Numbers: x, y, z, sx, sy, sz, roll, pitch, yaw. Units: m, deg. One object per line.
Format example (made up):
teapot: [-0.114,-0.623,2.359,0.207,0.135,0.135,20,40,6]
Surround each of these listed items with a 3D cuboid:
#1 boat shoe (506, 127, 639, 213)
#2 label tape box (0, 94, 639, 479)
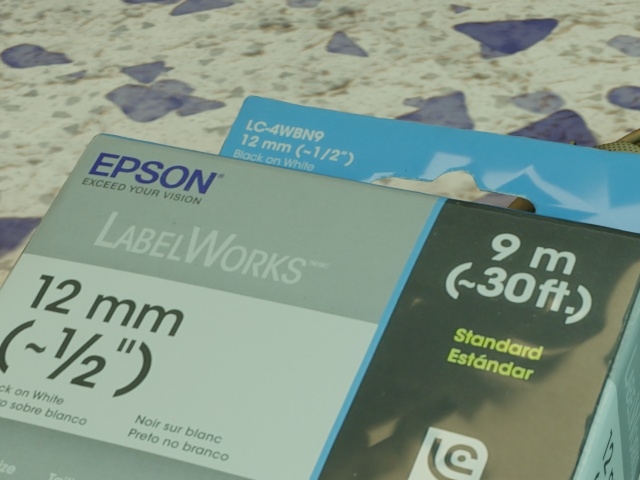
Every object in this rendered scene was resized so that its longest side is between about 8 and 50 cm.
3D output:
boat shoe: [0.131,0.005,0.824,0.324,0.116,0.123,-26,39,-32]
label tape box: [0.001,0.052,0.668,0.249,0.115,0.347,11,56,22]
